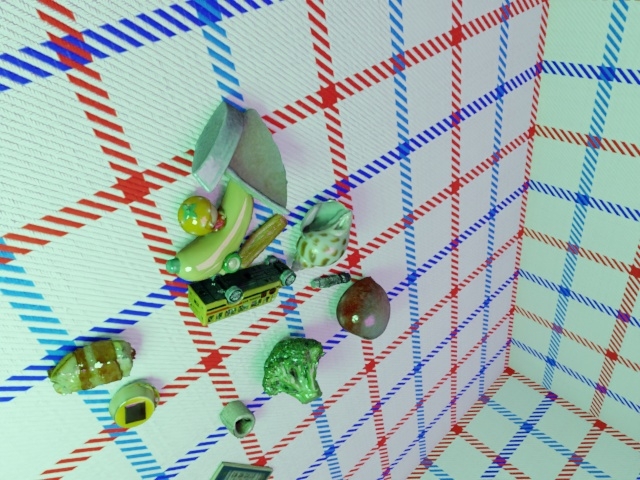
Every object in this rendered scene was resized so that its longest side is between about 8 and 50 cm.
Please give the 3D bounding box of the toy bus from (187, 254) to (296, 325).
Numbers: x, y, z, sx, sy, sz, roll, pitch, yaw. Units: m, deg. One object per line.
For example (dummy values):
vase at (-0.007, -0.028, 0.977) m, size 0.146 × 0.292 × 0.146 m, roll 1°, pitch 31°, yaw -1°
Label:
toy bus at (-0.237, 0.151, 1.470) m, size 0.335 × 0.121 × 0.123 m, roll -15°, pitch 130°, yaw -39°

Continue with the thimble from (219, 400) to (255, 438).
thimble at (-0.296, 0.645, 1.697) m, size 0.115 × 0.090 × 0.102 m, roll 35°, pitch 86°, yaw -49°

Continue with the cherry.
cherry at (0.184, 0.273, 1.881) m, size 0.239 × 0.206 × 0.239 m, roll -13°, pitch 117°, yaw -26°

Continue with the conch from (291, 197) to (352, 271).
conch at (0.000, 0.000, 1.598) m, size 0.275 × 0.183 × 0.149 m, roll -43°, pitch 167°, yaw -11°

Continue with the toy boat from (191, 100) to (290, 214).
toy boat at (-0.207, -0.229, 1.270) m, size 0.293 × 0.111 × 0.276 m, roll 17°, pitch 68°, yaw -46°

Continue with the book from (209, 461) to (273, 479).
book at (-0.348, 1.001, 1.890) m, size 0.228 × 0.018 × 0.322 m, roll -55°, pitch 138°, yaw -5°

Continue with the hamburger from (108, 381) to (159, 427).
hamburger at (-0.541, 0.475, 1.375) m, size 0.141 × 0.081 × 0.126 m, roll -22°, pitch 124°, yaw -20°

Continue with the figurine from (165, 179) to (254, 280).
figurine at (-0.304, -0.039, 1.307) m, size 0.222 × 0.124 × 0.324 m, roll 29°, pitch 87°, yaw -45°

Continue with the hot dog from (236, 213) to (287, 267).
hot dog at (-0.190, -0.003, 1.484) m, size 0.066 × 0.047 × 0.216 m, roll 47°, pitch 69°, yaw -17°

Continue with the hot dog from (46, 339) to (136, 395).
hot dog at (-0.594, 0.324, 1.234) m, size 0.213 × 0.103 × 0.146 m, roll -5°, pitch 136°, yaw -33°

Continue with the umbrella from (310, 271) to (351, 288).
umbrella at (0.044, 0.153, 1.798) m, size 0.188 × 0.050 × 0.046 m, roll -5°, pitch 93°, yaw -43°

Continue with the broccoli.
broccoli at (-0.090, 0.476, 1.720) m, size 0.269 × 0.242 × 0.261 m, roll -33°, pitch 160°, yaw 11°
